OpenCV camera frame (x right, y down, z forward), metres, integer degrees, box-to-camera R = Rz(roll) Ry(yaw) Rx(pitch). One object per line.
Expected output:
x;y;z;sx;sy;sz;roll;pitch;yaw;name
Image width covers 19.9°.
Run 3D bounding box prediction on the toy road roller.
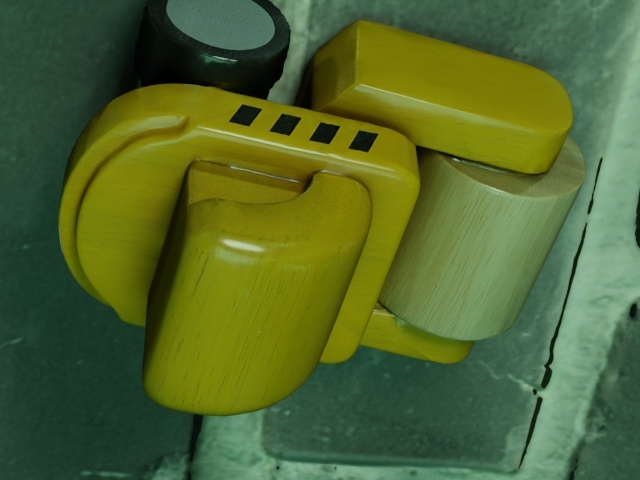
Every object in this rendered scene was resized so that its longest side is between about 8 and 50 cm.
0.000;0.000;1.148;0.329;0.240;0.202;12;127;-11;toy road roller
